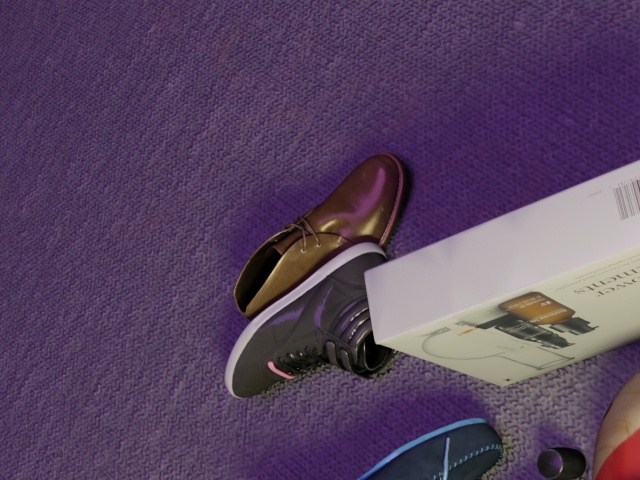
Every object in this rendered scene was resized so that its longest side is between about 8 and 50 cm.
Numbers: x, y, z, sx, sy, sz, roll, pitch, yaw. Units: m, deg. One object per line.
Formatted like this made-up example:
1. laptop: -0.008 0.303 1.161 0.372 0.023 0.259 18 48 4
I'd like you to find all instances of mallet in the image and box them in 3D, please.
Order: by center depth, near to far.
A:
1. mallet: 0.283 0.334 1.596 0.039 0.062 0.190 -2 89 39

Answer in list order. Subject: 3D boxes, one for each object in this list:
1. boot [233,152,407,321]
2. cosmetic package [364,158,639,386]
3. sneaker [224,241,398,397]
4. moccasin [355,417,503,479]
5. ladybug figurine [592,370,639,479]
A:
1. boot: 0.000 0.000 1.869 0.305 0.115 0.112 -52 50 12
2. cosmetic package: 0.283 0.046 1.521 0.377 0.284 0.098 -23 64 31
3. sneaker: -0.004 0.146 1.827 0.295 0.104 0.147 -42 49 15
4. moccasin: 0.086 0.347 1.639 0.342 0.138 0.117 -34 53 -5
5. ladybug figurine: 0.430 0.309 1.400 0.305 0.162 0.449 -41 55 20
